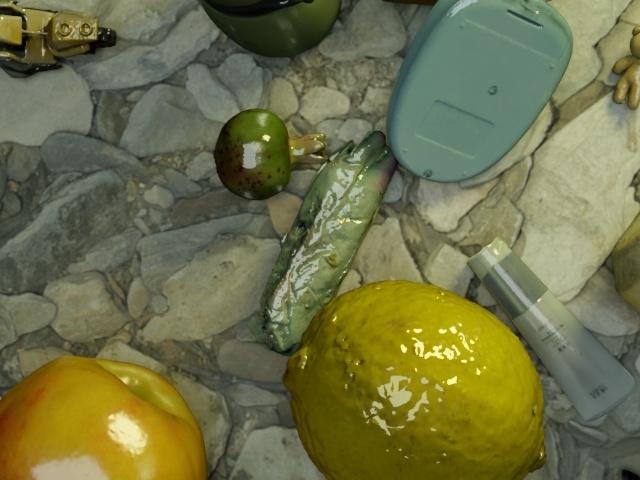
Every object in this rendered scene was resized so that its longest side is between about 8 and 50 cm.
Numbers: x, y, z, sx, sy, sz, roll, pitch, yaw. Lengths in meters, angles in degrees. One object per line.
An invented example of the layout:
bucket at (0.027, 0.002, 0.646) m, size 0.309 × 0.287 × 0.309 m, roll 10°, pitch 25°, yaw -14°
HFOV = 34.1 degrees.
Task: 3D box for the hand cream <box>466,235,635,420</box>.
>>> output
hand cream at (0.281, 0.107, 1.285) m, size 0.079 × 0.048 × 0.255 m, roll -40°, pitch 89°, yaw 11°

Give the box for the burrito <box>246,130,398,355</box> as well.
burrito at (0.003, 0.002, 1.304) m, size 0.096 × 0.066 × 0.309 m, roll 26°, pitch 94°, yaw -4°

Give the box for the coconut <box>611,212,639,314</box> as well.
coconut at (0.457, 0.037, 1.188) m, size 0.222 × 0.202 × 0.202 m, roll 42°, pitch 96°, yaw 7°

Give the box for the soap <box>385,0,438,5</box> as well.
soap at (0.182, -0.440, 1.257) m, size 0.204 × 0.096 × 0.324 m, roll 6°, pitch 92°, yaw 6°

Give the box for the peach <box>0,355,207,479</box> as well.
peach at (-0.277, 0.301, 1.238) m, size 0.289 × 0.289 × 0.308 m, roll 26°, pitch 93°, yaw 5°

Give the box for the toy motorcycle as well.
toy motorcycle at (-0.378, -0.258, 1.310) m, size 0.229 × 0.130 × 0.094 m, roll 2°, pitch 88°, yaw 6°

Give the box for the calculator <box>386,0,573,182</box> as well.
calculator at (0.191, -0.199, 1.230) m, size 0.188 × 0.042 × 0.303 m, roll 19°, pitch 119°, yaw -20°

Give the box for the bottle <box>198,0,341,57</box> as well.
bottle at (-0.069, -0.305, 1.164) m, size 0.168 × 0.347 × 0.168 m, roll 0°, pitch 93°, yaw 5°

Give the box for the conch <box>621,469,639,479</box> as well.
conch at (0.449, 0.405, 1.215) m, size 0.240 × 0.186 × 0.313 m, roll -14°, pitch 70°, yaw -20°

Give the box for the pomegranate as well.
pomegranate at (-0.062, -0.106, 1.290) m, size 0.142 × 0.114 × 0.114 m, roll -4°, pitch 91°, yaw 0°

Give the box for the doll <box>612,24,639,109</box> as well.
doll at (0.383, -0.210, 1.262) m, size 0.061 × 0.051 × 0.093 m, roll 32°, pitch 92°, yaw 33°

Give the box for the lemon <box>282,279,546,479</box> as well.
lemon at (0.113, 0.180, 1.199) m, size 0.322 × 0.268 × 0.268 m, roll 23°, pitch 94°, yaw -16°
